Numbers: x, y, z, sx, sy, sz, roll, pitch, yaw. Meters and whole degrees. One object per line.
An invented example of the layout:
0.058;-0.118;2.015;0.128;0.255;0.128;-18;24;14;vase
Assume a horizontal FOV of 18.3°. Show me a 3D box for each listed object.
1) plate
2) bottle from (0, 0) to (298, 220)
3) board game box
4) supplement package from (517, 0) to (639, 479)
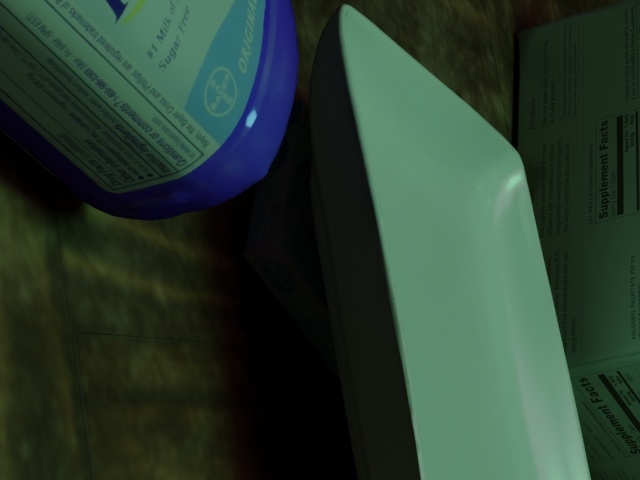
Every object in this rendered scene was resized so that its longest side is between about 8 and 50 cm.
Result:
0.062;0.062;0.898;0.278;0.045;0.277;28;50;-66;plate
-0.109;-0.116;0.633;0.283;0.092;0.118;46;40;-48;bottle
0.000;0.000;0.885;0.090;0.020;0.090;55;30;-38;board game box
0.219;0.013;1.189;0.204;0.145;0.262;49;36;-43;supplement package
